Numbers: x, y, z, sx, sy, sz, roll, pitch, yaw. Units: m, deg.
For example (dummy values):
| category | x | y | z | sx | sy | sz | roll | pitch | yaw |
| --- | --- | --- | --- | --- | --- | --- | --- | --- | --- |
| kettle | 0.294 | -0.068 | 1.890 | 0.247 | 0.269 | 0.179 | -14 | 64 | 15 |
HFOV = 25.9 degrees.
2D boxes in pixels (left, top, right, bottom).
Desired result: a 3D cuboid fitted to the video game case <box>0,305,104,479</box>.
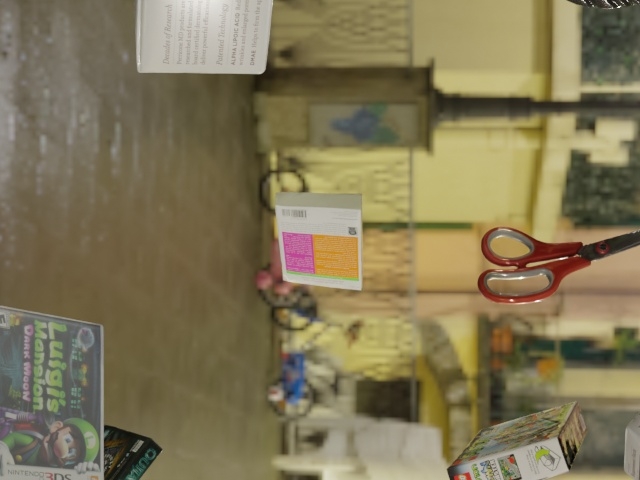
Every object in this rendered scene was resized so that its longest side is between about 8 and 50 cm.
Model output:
| category | x | y | z | sx | sy | sz | roll | pitch | yaw |
| --- | --- | --- | --- | --- | --- | --- | --- | --- | --- |
| video game case | -0.297 | 0.169 | 1.458 | 0.173 | 0.022 | 0.190 | 16 | 65 | -47 |

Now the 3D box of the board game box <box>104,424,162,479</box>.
| category | x | y | z | sx | sy | sz | roll | pitch | yaw |
| --- | --- | --- | --- | --- | --- | --- | --- | --- | --- |
| board game box | -0.275 | 0.300 | 1.626 | 0.026 | 0.126 | 0.186 | 48 | 67 | -25 |

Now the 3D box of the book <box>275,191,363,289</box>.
| category | x | y | z | sx | sy | sz | roll | pitch | yaw |
| --- | --- | --- | --- | --- | --- | --- | --- | --- | --- |
| book | 0.000 | 0.000 | 1.584 | 0.144 | 0.096 | 0.035 | 87 | 6 | -53 |

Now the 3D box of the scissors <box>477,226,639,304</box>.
| category | x | y | z | sx | sy | sz | roll | pitch | yaw |
| --- | --- | --- | --- | --- | --- | --- | --- | --- | --- |
| scissors | 0.342 | 0.025 | 1.767 | 0.021 | 0.297 | 0.109 | 95 | -9 | -59 |

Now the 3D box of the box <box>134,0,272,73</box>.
| category | x | y | z | sx | sy | sz | roll | pitch | yaw |
| --- | --- | --- | --- | --- | --- | --- | --- | --- | --- |
| box | -0.109 | -0.273 | 1.252 | 0.181 | 0.119 | 0.182 | -100 | -167 | -46 |

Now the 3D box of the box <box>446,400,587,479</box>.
| category | x | y | z | sx | sy | sz | roll | pitch | yaw |
| --- | --- | --- | --- | --- | --- | --- | --- | --- | --- |
| box | 0.203 | 0.211 | 1.407 | 0.207 | 0.114 | 0.036 | -11 | 82 | -75 |

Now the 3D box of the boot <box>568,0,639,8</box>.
| category | x | y | z | sx | sy | sz | roll | pitch | yaw |
| --- | --- | --- | --- | --- | --- | --- | --- | --- | --- |
| boot | 0.365 | -0.365 | 1.381 | 0.260 | 0.348 | 0.131 | -92 | 157 | -62 |

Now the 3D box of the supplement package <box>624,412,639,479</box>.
| category | x | y | z | sx | sy | sz | roll | pitch | yaw |
| --- | --- | --- | --- | --- | --- | --- | --- | --- | --- |
| supplement package | 0.473 | 0.266 | 1.549 | 0.139 | 0.244 | 0.134 | -42 | 150 | -15 |
